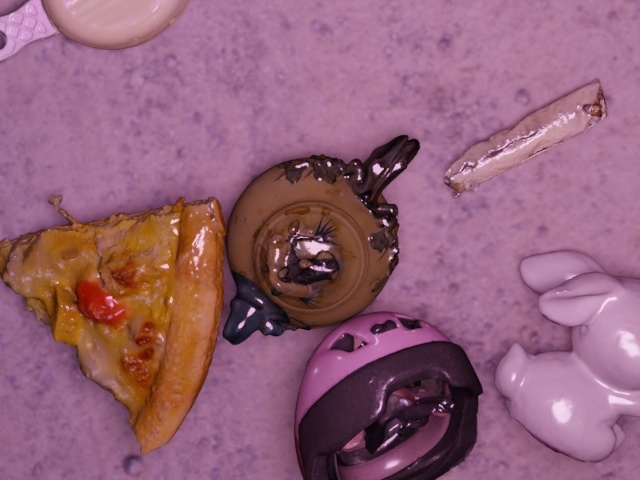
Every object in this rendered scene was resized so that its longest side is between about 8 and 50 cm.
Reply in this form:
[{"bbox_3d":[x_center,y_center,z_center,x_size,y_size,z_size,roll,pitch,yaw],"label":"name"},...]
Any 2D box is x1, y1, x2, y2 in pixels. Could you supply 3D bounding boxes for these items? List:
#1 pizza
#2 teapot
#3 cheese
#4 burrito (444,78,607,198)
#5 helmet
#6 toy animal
[{"bbox_3d":[-0.231,0.064,1.284,0.288,0.075,0.279,14,109,23],"label":"pizza"},{"bbox_3d":[0.000,0.000,1.247,0.173,0.182,0.269,44,101,-8],"label":"teapot"},{"bbox_3d":[-0.237,-0.241,1.251,0.227,0.064,0.137,-26,99,6],"label":"cheese"},{"bbox_3d":[0.208,-0.104,1.290,0.185,0.041,0.045,-27,144,7],"label":"burrito"},{"bbox_3d":[0.056,0.168,1.296,0.198,0.253,0.154,-19,67,-19],"label":"helmet"},{"bbox_3d":[0.271,0.119,1.301,0.179,0.127,0.193,20,107,-2],"label":"toy animal"}]
